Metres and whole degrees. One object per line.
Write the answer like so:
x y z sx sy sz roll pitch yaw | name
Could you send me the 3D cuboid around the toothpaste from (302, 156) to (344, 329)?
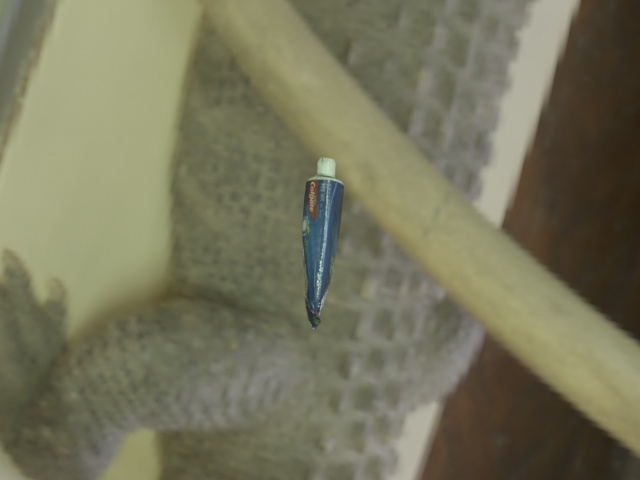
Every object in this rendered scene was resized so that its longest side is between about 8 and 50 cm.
0.000 0.000 0.962 0.027 0.019 0.083 109 -14 -73 | toothpaste
